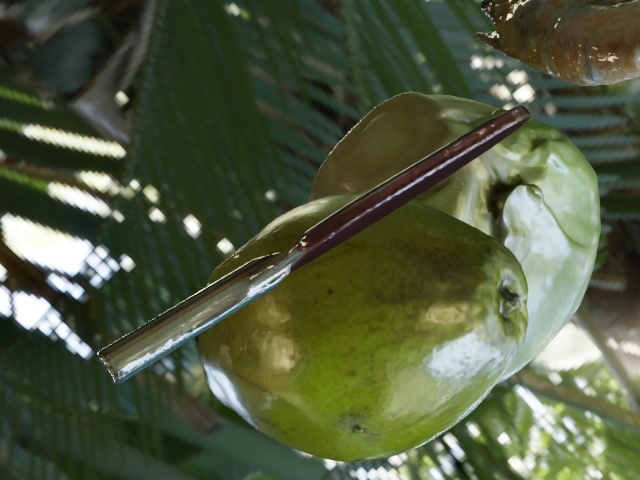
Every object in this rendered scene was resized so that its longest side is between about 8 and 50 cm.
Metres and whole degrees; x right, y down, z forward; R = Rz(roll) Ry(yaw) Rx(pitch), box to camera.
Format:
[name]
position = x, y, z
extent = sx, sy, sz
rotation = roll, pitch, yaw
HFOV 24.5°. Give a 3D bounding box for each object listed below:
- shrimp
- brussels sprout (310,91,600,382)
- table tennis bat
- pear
[shrimp]
position = 0.242, -0.206, 1.296
extent = 0.168, 0.077, 0.317
rotation = -35, -153, -10
[brussels sprout]
position = 0.131, 0.012, 1.483
extent = 0.247, 0.328, 0.328
rotation = 25, -110, 45
[table tennis bat]
position = 0.000, 0.000, 0.809
extent = 0.274, 0.021, 0.154
rotation = -31, 177, -12
[pear]
position = 0.028, 0.065, 1.121
extent = 0.269, 0.212, 0.212
rotation = -6, -137, 31
